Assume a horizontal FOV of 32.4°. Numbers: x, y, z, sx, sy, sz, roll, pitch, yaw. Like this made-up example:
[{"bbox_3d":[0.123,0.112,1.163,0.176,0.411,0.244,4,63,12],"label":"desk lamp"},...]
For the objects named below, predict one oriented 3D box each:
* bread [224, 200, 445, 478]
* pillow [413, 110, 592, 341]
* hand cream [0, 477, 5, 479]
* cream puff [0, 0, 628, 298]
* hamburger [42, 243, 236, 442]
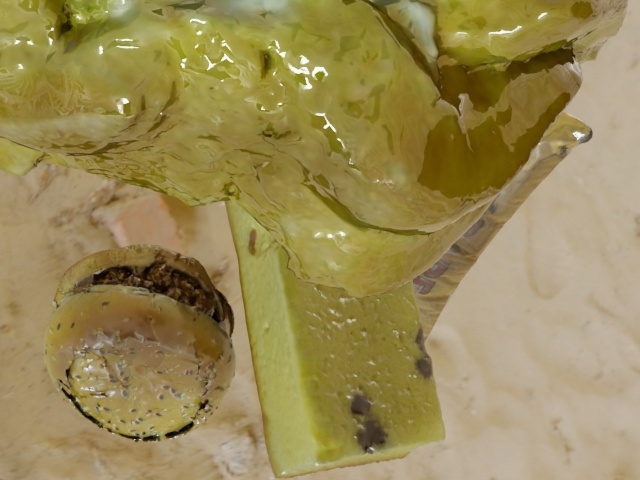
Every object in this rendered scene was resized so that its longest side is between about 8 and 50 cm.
[{"bbox_3d":[0.000,0.001,0.895,0.138,0.077,0.361,-1,73,-37],"label":"bread"},{"bbox_3d":[0.064,-0.090,1.075,0.312,0.310,0.119,44,35,17],"label":"pillow"},{"bbox_3d":[-0.196,0.196,0.748,0.175,0.095,0.046,36,56,-16],"label":"hand cream"},{"bbox_3d":[-0.014,-0.118,0.524,0.323,0.274,0.270,-45,103,-9],"label":"cream puff"},{"bbox_3d":[-0.157,0.098,0.946,0.177,0.185,0.113,41,28,-38],"label":"hamburger"}]
